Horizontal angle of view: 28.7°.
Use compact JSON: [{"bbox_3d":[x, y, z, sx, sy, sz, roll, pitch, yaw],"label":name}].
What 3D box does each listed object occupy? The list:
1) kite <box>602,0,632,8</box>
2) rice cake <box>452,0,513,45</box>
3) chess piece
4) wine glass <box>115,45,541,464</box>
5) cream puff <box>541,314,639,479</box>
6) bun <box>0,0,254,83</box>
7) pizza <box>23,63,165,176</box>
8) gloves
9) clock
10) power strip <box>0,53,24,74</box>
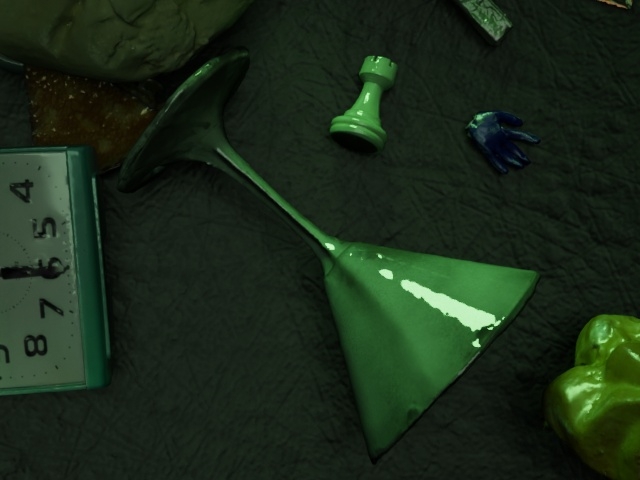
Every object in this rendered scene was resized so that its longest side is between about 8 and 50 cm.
[{"bbox_3d":[0.294,-0.421,1.482,0.378,0.013,0.327,-25,88,-5],"label":"kite"},{"bbox_3d":[0.144,-0.309,1.448,0.036,0.047,0.206,-43,92,-7],"label":"rice cake"},{"bbox_3d":[0.055,-0.156,1.423,0.067,0.067,0.103,19,77,-3],"label":"chess piece"},{"bbox_3d":[0.000,0.000,1.323,0.406,0.267,0.267,44,84,5],"label":"wine glass"},{"bbox_3d":[0.417,0.201,1.330,0.323,0.270,0.274,45,79,-2],"label":"cream puff"},{"bbox_3d":[-0.223,-0.333,1.258,0.360,0.211,0.359,5,68,-14],"label":"bun"},{"bbox_3d":[-0.271,-0.159,1.371,0.185,0.052,0.195,-28,119,0],"label":"pizza"},{"bbox_3d":[0.213,-0.118,1.450,0.086,0.026,0.064,44,82,-1],"label":"gloves"},{"bbox_3d":[-0.340,0.031,1.344,0.231,0.116,0.262,-4,96,0],"label":"clock"},{"bbox_3d":[-0.286,-0.283,1.405,0.253,0.054,0.167,-41,93,-6],"label":"power strip"}]
